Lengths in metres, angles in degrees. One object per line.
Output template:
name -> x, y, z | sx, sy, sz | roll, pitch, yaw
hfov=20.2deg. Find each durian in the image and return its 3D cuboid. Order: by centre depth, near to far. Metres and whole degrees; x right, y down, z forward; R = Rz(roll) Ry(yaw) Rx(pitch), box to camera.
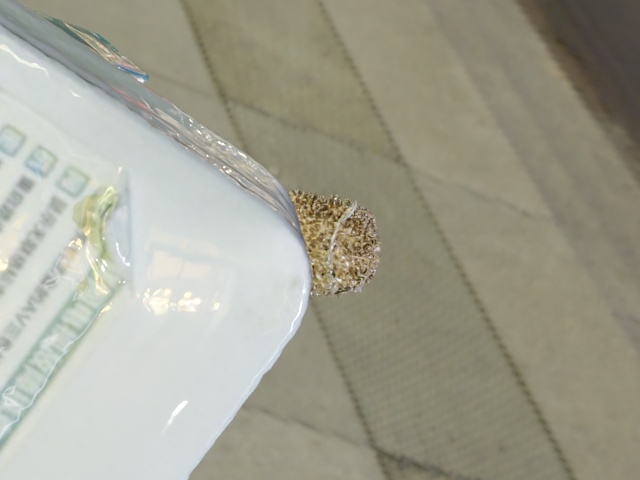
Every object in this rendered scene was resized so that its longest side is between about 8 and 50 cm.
durian -> 0.000, 0.000, 1.211 | 0.091, 0.080, 0.080 | 28, 30, 26

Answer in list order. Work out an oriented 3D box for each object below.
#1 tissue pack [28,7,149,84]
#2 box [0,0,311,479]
tissue pack -> -0.272, -0.173, 1.757 | 0.169, 0.082, 0.120 | 17, 16, -46
box -> -0.255, 0.050, 0.863 | 0.396, 0.396, 0.111 | 34, 10, -17
